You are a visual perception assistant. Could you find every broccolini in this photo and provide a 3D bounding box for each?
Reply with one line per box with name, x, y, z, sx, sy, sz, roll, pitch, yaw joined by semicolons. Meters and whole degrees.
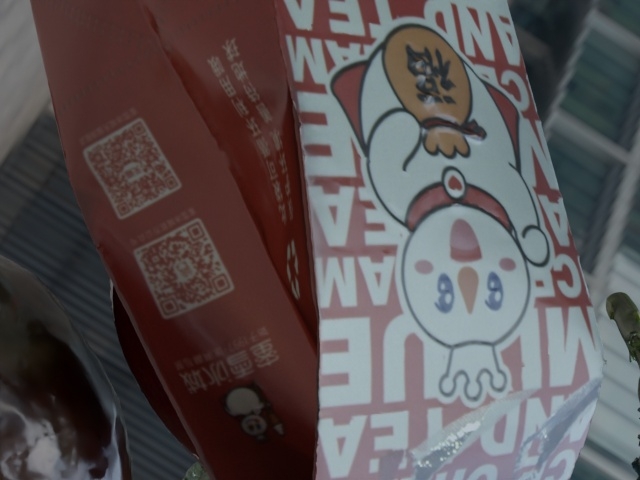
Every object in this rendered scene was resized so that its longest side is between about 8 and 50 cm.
broccolini;0.285;0.118;1.424;0.216;0.067;0.058;-108;-166;-63

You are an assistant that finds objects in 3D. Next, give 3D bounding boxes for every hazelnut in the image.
hazelnut;-0.345;0.172;1.310;0.421;0.421;0.353;-56;166;16

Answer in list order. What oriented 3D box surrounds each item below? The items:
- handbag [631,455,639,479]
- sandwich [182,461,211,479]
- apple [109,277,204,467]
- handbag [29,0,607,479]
handbag;0.268;0.200;1.084;0.179;0.062;0.229;-10;-146;41
sandwich;-0.018;0.237;1.662;0.262;0.131;0.325;-53;164;16
apple;0.019;0.058;1.239;0.329;0.365;0.295;-48;-165;-17
handbag;0.000;0.000;0.676;0.151;0.298;0.171;-23;163;39
